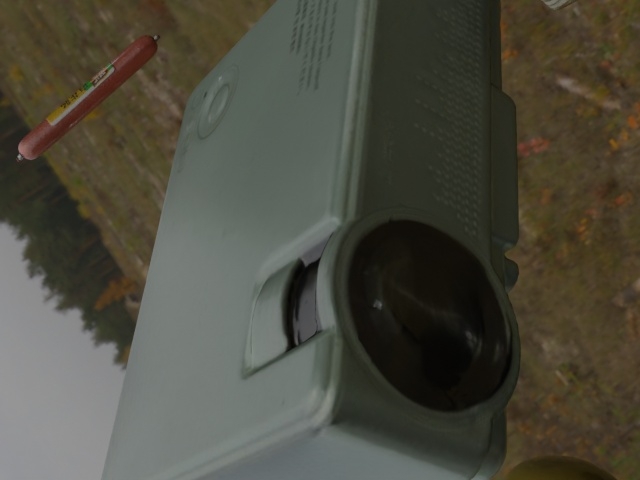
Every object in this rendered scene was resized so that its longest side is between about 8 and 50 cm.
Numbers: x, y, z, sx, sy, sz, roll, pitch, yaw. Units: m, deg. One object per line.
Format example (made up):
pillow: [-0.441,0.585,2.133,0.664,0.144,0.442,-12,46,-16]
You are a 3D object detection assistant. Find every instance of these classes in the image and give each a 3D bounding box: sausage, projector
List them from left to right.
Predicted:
sausage: [-0.274,-0.168,1.121,0.029,0.223,0.029,48,178,3]
projector: [0.000,0.000,0.442,0.099,0.256,0.192,24,144,-25]

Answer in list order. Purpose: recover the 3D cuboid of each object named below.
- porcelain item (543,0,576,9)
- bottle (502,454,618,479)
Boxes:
porcelain item: [0.122,-0.233,0.729,0.213,0.054,0.084,20,165,-25]
bottle: [0.229,0.390,0.943,0.171,0.172,0.351,-160,76,-69]
